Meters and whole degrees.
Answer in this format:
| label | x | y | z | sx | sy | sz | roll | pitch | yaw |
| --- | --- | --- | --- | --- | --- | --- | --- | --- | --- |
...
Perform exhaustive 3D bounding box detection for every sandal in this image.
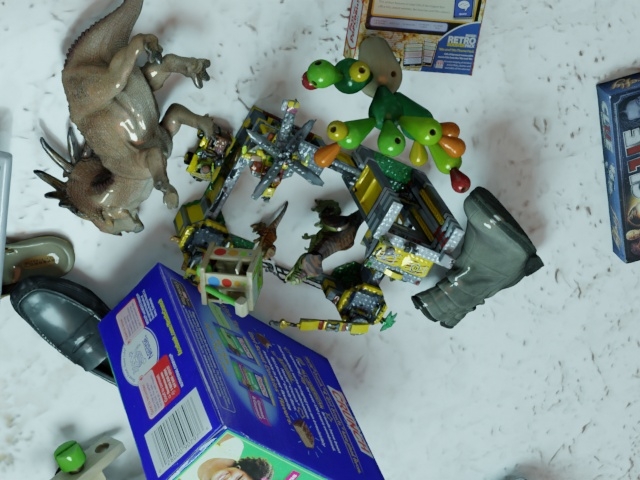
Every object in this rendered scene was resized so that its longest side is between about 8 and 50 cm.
| label | x | y | z | sx | sy | sz | roll | pitch | yaw |
| --- | --- | --- | --- | --- | --- | --- | --- | --- | --- |
| sandal | -0.371 | 0.041 | 1.418 | 0.180 | 0.049 | 0.072 | -15 | 120 | -6 |

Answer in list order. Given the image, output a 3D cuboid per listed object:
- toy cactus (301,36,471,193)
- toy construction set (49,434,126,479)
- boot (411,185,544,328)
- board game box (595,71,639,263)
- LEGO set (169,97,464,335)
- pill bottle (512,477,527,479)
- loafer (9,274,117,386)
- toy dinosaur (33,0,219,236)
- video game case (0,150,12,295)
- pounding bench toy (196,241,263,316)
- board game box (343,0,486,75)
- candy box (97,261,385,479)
| label | x | y | z | sx | sy | sz | roll | pitch | yaw |
| --- | --- | --- | --- | --- | --- | --- | --- | --- | --- |
| toy cactus | 0.064 | -0.142 | 1.304 | 0.219 | 0.180 | 0.112 | 21 | 129 | -25 |
| toy construction set | -0.205 | 0.341 | 1.525 | 0.309 | 0.257 | 0.237 | -24 | 109 | -8 |
| boot | 0.177 | 0.037 | 1.478 | 0.161 | 0.083 | 0.246 | -38 | 154 | 5 |
| board game box | 0.440 | -0.102 | 1.547 | 0.165 | 0.042 | 0.243 | -17 | 120 | -5 |
| LEGO set | 0.000 | 0.000 | 1.405 | 0.331 | 0.192 | 0.255 | 31 | 107 | -25 |
| pill bottle | 0.217 | 0.464 | 1.727 | 0.265 | 0.153 | 0.153 | -35 | 120 | 7 |
| loafer | -0.268 | 0.114 | 1.449 | 0.076 | 0.078 | 0.223 | -43 | 127 | 10 |
| toy dinosaur | -0.228 | -0.133 | 1.331 | 0.200 | 0.127 | 0.295 | -1 | 105 | 27 |
| video game case | -0.443 | -0.016 | 1.354 | 0.193 | 0.023 | 0.212 | 12 | 114 | 0 |
| pounding bench toy | -0.103 | 0.047 | 1.327 | 0.065 | 0.083 | 0.052 | 5 | 125 | 8 |
| board game box | 0.113 | -0.285 | 1.368 | 0.147 | 0.045 | 0.193 | 3 | 116 | -15 |
| candy box | -0.080 | 0.206 | 1.416 | 0.122 | 0.268 | 0.317 | -44 | 132 | 14 |
